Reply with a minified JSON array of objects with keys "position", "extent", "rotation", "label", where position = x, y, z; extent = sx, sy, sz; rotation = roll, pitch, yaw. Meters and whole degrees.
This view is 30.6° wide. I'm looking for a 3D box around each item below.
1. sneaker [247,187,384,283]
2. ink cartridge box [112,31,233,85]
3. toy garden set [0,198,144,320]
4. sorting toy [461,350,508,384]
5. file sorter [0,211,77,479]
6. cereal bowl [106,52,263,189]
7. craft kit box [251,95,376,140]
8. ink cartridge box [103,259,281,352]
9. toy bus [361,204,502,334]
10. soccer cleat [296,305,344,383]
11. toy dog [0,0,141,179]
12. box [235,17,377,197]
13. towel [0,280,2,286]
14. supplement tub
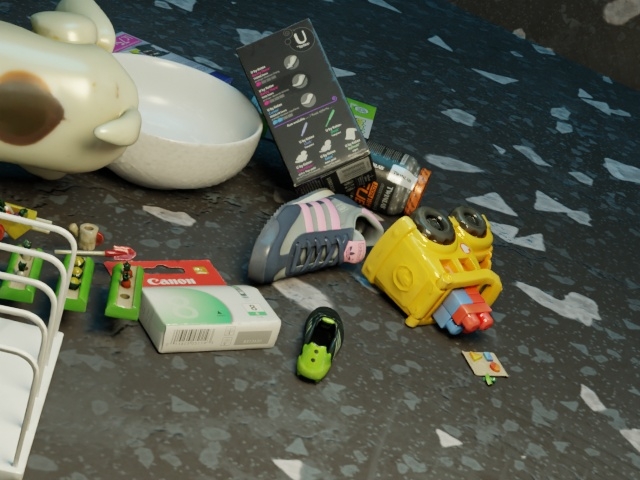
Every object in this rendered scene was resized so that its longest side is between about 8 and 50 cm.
[{"position":[0.000,0.000,1.847],"extent":[0.131,0.112,0.319],"rotation":[25,28,17],"label":"sneaker"},{"position":[-0.304,-0.313,2.295],"extent":[0.311,0.065,0.186],"rotation":[26,28,9],"label":"ink cartridge box"},{"position":[-0.356,0.014,1.567],"extent":[0.244,0.049,0.204],"rotation":[10,27,-10],"label":"toy garden set"},{"position":[0.254,0.192,1.764],"extent":[0.062,0.012,0.083],"rotation":[8,28,-22],"label":"sorting toy"},{"position":[-0.394,0.105,1.321],"extent":[0.192,0.173,0.278],"rotation":[14,28,-10],"label":"file sorter"},{"position":[-0.272,-0.184,1.979],"extent":[0.339,0.141,0.339],"rotation":[15,27,-8],"label":"cereal bowl"},{"position":[-0.019,-0.246,2.365],"extent":[0.246,0.061,0.250],"rotation":[21,27,-3],"label":"craft kit box"},{"position":[-0.184,0.072,1.657],"extent":[0.181,0.056,0.225],"rotation":[0,34,-34],"label":"ink cartridge box"},{"position":[0.211,0.063,1.855],"extent":[0.220,0.149,0.211],"rotation":[-5,49,-44],"label":"toy bus"},{"position":[0.006,0.131,1.647],"extent":[0.060,0.072,0.179],"rotation":[19,27,0],"label":"soccer cleat"},{"position":[-0.494,-0.199,1.660],"extent":[0.408,0.285,0.395],"rotation":[2,32,-42],"label":"toy dog"},{"position":[-0.022,-0.215,2.014],"extent":[0.165,0.143,0.270],"rotation":[66,0,-75],"label":"box"},{"position":[-0.630,-0.009,1.530],"extent":[0.370,0.040,0.271],"rotation":[3,32,-33],"label":"towel"},{"position":[0.098,-0.119,2.130],"extent":[0.190,0.117,0.117],"rotation":[22,27,7],"label":"supplement tub"}]
